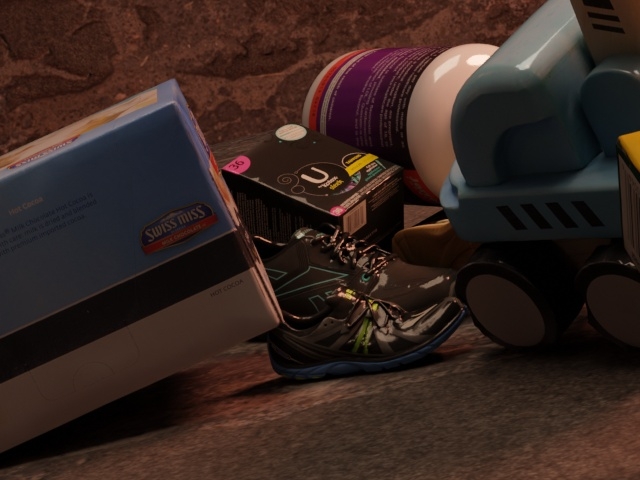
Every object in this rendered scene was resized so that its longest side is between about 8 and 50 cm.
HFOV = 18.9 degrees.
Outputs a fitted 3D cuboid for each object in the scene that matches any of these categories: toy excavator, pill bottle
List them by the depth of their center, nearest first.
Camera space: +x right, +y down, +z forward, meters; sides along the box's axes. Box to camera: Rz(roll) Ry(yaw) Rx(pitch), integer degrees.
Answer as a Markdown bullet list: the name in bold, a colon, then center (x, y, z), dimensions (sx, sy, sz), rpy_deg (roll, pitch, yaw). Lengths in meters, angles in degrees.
- **toy excavator**: center (0.234, -0.142, 1.544), dimensions (0.433, 0.445, 0.222), rpy_deg (-3, 35, 49)
- **pill bottle**: center (0.129, -0.127, 2.146), dimensions (0.181, 0.181, 0.323), rpy_deg (-18, 13, -29)

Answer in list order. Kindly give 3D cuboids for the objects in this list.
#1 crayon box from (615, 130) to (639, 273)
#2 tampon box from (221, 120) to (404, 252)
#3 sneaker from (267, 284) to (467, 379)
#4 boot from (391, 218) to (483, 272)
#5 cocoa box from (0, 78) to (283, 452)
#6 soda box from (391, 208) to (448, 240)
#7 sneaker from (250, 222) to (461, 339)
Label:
- **crayon box**: center (0.394, 0.024, 1.221), dimensions (0.313, 0.106, 0.363), rpy_deg (-12, 33, -4)
- **tampon box**: center (-0.007, -0.039, 2.075), dimensions (0.161, 0.101, 0.120), rpy_deg (23, 43, 30)
- **sneaker**: center (0.040, 0.077, 1.750), dimensions (0.188, 0.078, 0.067), rpy_deg (-10, 11, 13)
- **boot**: center (0.220, -0.002, 1.929), dimensions (0.203, 0.095, 0.262), rpy_deg (-17, 6, -29)
- **cocoa box**: center (-0.241, 0.027, 1.771), dimensions (0.347, 0.228, 0.231), rpy_deg (-25, 11, 0)
- **soda box**: center (0.144, -0.002, 2.116), dimensions (0.060, 0.053, 0.169), rpy_deg (-7, 11, 32)
- **sneaker**: center (0.019, 0.039, 1.913), dimensions (0.267, 0.106, 0.101), rpy_deg (-4, 12, 32)
